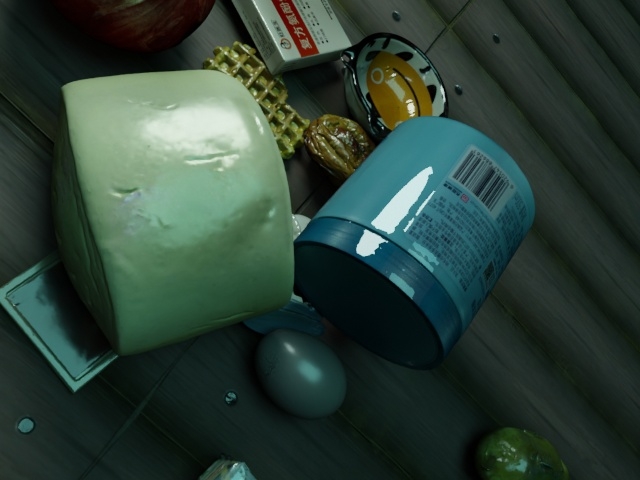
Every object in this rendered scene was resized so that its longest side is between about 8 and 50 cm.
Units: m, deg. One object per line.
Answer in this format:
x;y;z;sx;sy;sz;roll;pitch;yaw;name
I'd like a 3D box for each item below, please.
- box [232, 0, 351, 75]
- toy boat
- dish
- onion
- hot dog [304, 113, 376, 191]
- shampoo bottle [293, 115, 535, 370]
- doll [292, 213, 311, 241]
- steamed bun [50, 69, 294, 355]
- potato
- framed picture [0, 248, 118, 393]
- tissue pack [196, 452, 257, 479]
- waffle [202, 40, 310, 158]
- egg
-0.096;-0.538;1.423;0.214;0.069;0.353;-26;85;-41;box
-0.091;0.127;1.291;0.215;0.088;0.102;17;35;-26;toy boat
0.151;-0.324;1.511;0.303;0.120;0.303;12;67;-29;dish
-0.320;-0.493;1.166;0.341;0.341;0.341;8;74;-30;onion
0.059;-0.163;1.412;0.227;0.099;0.160;50;40;-33;hot dog
0.170;-0.001;1.203;0.331;0.331;0.343;46;66;-13;shampoo bottle
0.000;0.000;1.354;0.293;0.119;0.138;-1;69;-37;doll
-0.241;-0.071;1.086;0.371;0.290;0.456;-13;79;-28;steamed bun
0.453;0.505;1.478;0.248;0.143;0.169;29;75;-23;potato
-0.377;0.089;1.153;0.289;0.020;0.211;-41;99;-32;framed picture
-0.194;0.546;1.086;0.311;0.128;0.228;-40;100;-31;tissue pack
-0.135;-0.291;1.374;0.249;0.056;0.253;7;73;-30;waffle
-0.037;0.249;1.242;0.199;0.146;0.146;47;59;-9;egg
